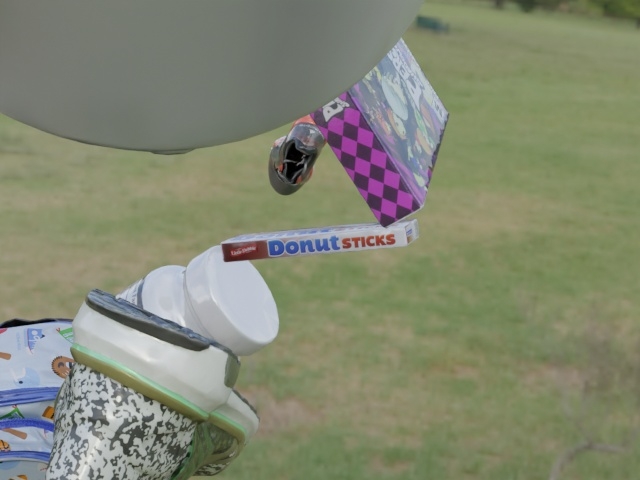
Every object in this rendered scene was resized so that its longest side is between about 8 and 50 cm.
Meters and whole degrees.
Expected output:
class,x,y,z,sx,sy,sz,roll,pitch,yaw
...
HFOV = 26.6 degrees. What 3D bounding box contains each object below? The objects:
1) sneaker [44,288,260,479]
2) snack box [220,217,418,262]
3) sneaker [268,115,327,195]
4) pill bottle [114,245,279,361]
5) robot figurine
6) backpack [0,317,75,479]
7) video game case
class,x,y,z,sx,sy,sz,roll,pitch,yaw
sneaker,-0.163,0.173,1.132,0.158,0.182,0.410,27,-15,10
snack box,0.000,0.000,1.278,0.178,0.022,0.064,-5,7,15
sneaker,-0.038,-0.092,1.639,0.061,0.158,0.065,26,57,-1
pill bottle,-0.196,0.128,1.620,0.278,0.162,0.162,-32,-3,23
robot figurine,-0.046,-0.155,0.362,0.200,0.300,0.353,35,-22,7
backpack,-0.333,0.198,1.408,0.263,0.276,0.213,-16,59,-14
video game case,0.018,-0.149,1.046,0.042,0.232,0.210,-27,16,22
